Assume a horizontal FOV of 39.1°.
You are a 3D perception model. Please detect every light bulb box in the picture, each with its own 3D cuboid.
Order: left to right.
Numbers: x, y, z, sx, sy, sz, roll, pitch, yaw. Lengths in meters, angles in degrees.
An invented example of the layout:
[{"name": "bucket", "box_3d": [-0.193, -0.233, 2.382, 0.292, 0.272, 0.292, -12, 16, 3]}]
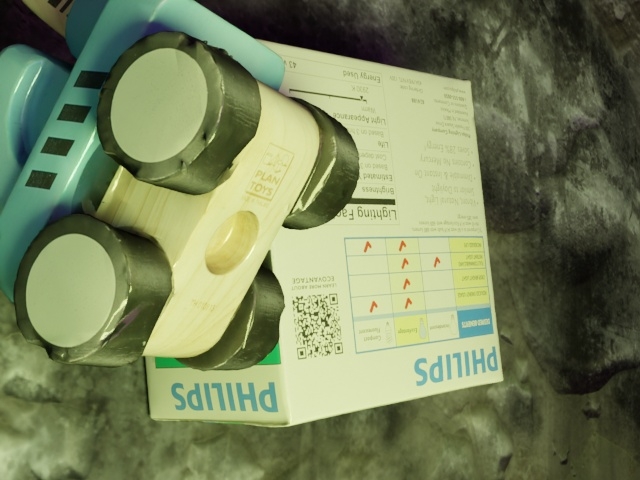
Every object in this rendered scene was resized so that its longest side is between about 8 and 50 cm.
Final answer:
[{"name": "light bulb box", "box_3d": [0.000, 0.000, 1.004, 0.358, 0.225, 0.361, -1, 84, -45]}]

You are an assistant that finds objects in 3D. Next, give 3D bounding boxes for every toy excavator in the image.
[{"name": "toy excavator", "box_3d": [-0.184, -0.158, 0.771, 0.433, 0.445, 0.222, -62, 153, 7]}]
